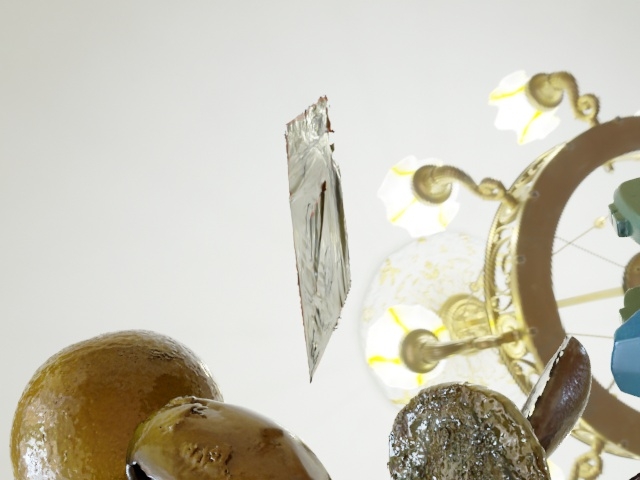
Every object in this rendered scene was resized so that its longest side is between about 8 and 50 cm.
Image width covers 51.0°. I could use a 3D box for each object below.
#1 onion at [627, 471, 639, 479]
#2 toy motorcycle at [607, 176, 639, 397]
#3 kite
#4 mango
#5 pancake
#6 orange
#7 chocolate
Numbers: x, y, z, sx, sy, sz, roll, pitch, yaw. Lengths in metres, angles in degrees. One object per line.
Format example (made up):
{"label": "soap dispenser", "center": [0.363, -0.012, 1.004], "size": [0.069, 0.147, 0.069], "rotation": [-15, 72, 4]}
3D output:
{"label": "onion", "center": [0.405, 0.418, 0.720], "size": [0.159, 0.267, 0.348], "rotation": [29, -102, 3]}
{"label": "toy motorcycle", "center": [0.372, 0.069, 0.644], "size": [0.200, 0.326, 0.191], "rotation": [-9, -66, 17]}
{"label": "kite", "center": [0.002, 0.000, 0.751], "size": [0.013, 0.377, 0.327], "rotation": [-2, -119, 11]}
{"label": "mango", "center": [-0.078, 0.239, 0.635], "size": [0.249, 0.156, 0.151], "rotation": [27, -119, 32]}
{"label": "pancake", "center": [0.195, 0.362, 0.893], "size": [0.065, 0.356, 0.356], "rotation": [6, -103, -22]}
{"label": "orange", "center": [-0.246, 0.249, 0.843], "size": [0.274, 0.274, 0.274], "rotation": [2, -102, -10]}
{"label": "chocolate", "center": [0.376, 0.287, 1.101], "size": [0.083, 0.161, 0.261], "rotation": [32, -121, 17]}
